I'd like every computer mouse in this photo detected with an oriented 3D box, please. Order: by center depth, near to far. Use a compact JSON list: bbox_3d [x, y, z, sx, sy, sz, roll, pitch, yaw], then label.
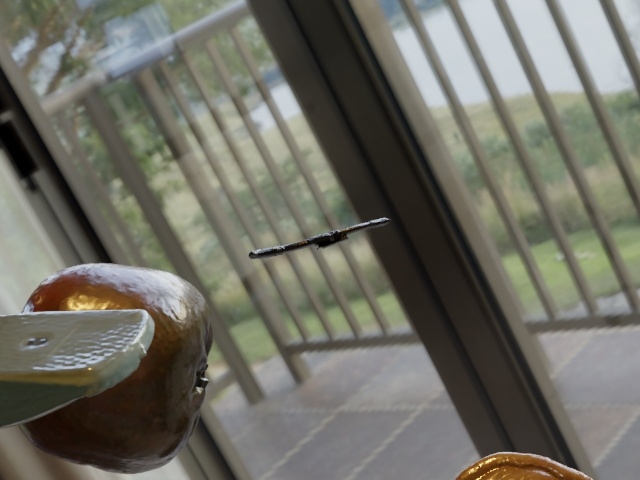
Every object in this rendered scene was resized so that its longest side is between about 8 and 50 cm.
[{"bbox_3d":[-0.253,0.118,1.034,0.231,0.079,0.128,-4,27,24],"label":"computer mouse"}]

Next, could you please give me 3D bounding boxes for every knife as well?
[{"bbox_3d":[-0.002,0.002,1.676,0.222,0.021,0.045,-14,-12,-17],"label":"knife"}]

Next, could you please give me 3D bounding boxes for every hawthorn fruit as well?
[{"bbox_3d":[-0.291,0.154,1.484,0.301,0.267,0.268,15,10,-9],"label":"hawthorn fruit"}]

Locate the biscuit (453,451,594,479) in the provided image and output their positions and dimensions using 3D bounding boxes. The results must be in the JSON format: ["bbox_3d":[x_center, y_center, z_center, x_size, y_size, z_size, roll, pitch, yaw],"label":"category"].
[{"bbox_3d":[0.311,0.504,1.664,0.365,0.385,0.062,-43,-25,-15],"label":"biscuit"}]
